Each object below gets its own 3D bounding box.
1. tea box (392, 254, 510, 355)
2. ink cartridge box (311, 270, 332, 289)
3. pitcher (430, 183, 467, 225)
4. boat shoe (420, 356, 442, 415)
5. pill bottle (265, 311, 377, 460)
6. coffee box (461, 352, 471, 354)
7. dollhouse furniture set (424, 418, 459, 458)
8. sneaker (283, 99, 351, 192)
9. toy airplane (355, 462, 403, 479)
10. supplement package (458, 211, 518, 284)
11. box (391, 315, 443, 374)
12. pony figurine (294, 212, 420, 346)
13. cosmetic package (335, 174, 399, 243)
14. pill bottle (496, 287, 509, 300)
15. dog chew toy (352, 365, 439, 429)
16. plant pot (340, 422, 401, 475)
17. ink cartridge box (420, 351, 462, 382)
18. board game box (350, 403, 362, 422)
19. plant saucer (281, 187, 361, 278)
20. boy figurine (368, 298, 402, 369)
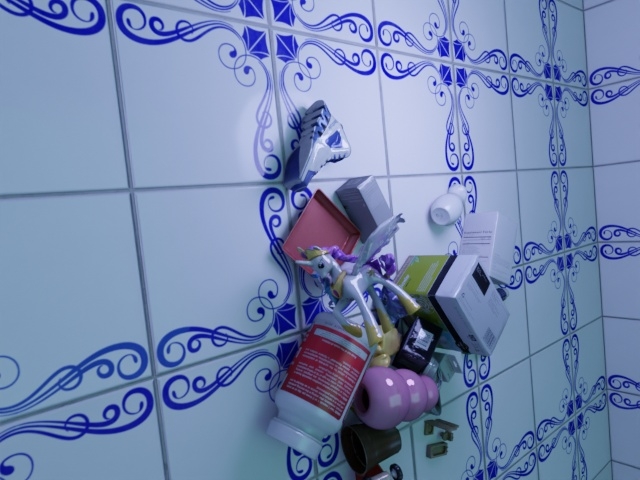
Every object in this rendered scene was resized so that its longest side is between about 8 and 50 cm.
[{"bbox_3d":[0.490,0.243,1.860,0.220,0.323,0.329,-51,118,-29],"label":"tea box"},{"bbox_3d":[0.010,0.130,1.593,0.048,0.028,0.083,-43,115,-32],"label":"ink cartridge box"},{"bbox_3d":[0.555,-0.124,2.065,0.207,0.125,0.178,-40,130,-45],"label":"pitcher"},{"bbox_3d":[0.434,0.570,1.871,0.118,0.103,0.321,-52,148,-45],"label":"boat shoe"},{"bbox_3d":[0.000,0.452,1.512,0.229,0.229,0.408,44,63,-30],"label":"pill bottle"},{"bbox_3d":[0.721,0.462,2.231,0.184,0.040,0.113,-1,90,-39],"label":"coffee box"},{"bbox_3d":[0.521,0.838,2.005,0.144,0.123,0.152,10,83,-39],"label":"dollhouse furniture set"},{"bbox_3d":[0.011,-0.290,1.599,0.182,0.127,0.316,30,69,-33],"label":"sneaker"},{"bbox_3d":[0.234,0.999,1.670,0.385,0.272,0.385,28,54,-2],"label":"toy airplane"},{"bbox_3d":[0.754,0.037,2.179,0.177,0.175,0.293,22,76,-36],"label":"supplement package"},{"bbox_3d":[0.362,0.405,1.816,0.108,0.207,0.153,26,59,9],"label":"box"},{"bbox_3d":[0.134,0.108,1.492,0.350,0.303,0.364,-29,76,-34],"label":"pony figurine"},{"bbox_3d":[0.170,-0.108,1.731,0.107,0.127,0.238,-41,112,-33],"label":"cosmetic package"},{"bbox_3d":[0.862,0.268,2.335,0.120,0.067,0.067,-11,96,-39],"label":"pill bottle"},{"bbox_3d":[0.275,0.540,1.679,0.331,0.206,0.207,5,86,-31],"label":"dog chew toy"},{"bbox_3d":[0.182,0.703,1.677,0.165,0.167,0.167,-9,95,-27],"label":"plant pot"},{"bbox_3d":[0.464,0.502,1.926,0.060,0.180,0.104,-43,115,-34],"label":"ink cartridge box"},{"bbox_3d":[0.140,0.575,1.745,0.092,0.043,0.181,-52,119,-28],"label":"board game box"},{"bbox_3d":[0.000,0.000,1.637,0.259,0.047,0.259,44,63,-31],"label":"plant saucer"},{"bbox_3d":[0.241,0.366,1.803,0.177,0.092,0.286,15,81,-39],"label":"boy figurine"}]
